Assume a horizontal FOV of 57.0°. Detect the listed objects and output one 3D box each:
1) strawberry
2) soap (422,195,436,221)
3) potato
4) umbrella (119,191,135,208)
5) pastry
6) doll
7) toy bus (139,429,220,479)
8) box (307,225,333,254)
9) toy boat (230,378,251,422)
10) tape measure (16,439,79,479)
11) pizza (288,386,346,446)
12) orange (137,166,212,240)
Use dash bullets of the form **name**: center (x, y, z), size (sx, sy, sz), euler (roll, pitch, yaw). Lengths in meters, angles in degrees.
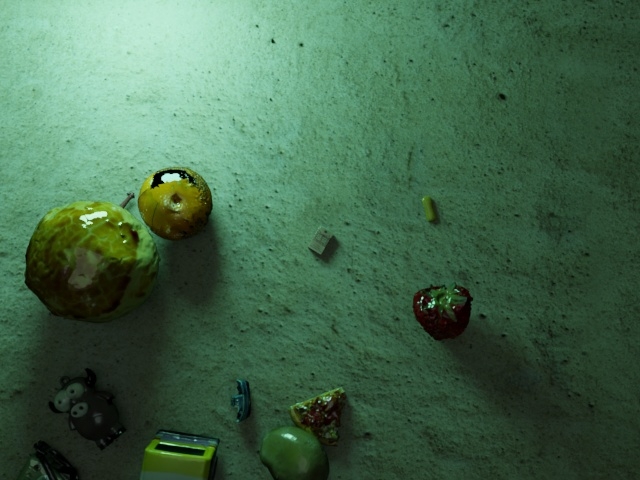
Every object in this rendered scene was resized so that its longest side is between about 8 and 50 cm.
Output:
- **strawberry**: center (0.394, 0.236, 1.898), size (0.187, 0.184, 0.201), euler (-29, 128, -23)
- **soap**: center (0.366, -0.106, 1.981), size (0.034, 0.012, 0.089), euler (-15, 88, -4)
- **potato**: center (-0.082, 0.683, 1.842), size (0.235, 0.160, 0.177), euler (28, 61, 13)
- **umbrella**: center (-0.656, -0.092, 1.905), size (0.027, 0.025, 0.165), euler (40, 90, 11)
- **pastry**: center (-0.680, 0.064, 1.747), size (0.389, 0.312, 0.388), euler (-1, 94, -8)
- **doll**: center (-0.723, 0.525, 1.826), size (0.182, 0.117, 0.257), euler (-40, 93, 1)
- **toy bus**: center (-0.445, 0.824, 1.762), size (0.210, 0.249, 0.439), euler (10, 86, -3)
- **box**: center (0.000, 0.000, 1.946), size (0.053, 0.024, 0.083), euler (31, 87, -2)
- **toy boat**: center (-0.258, 0.513, 1.885), size (0.061, 0.060, 0.137), euler (-3, 94, -23)
- **tape measure**: center (-0.839, 0.770, 1.808), size (0.207, 0.115, 0.235), euler (29, 85, 0)
- **pizza**: center (0.007, 0.553, 1.904), size (0.201, 0.053, 0.193), euler (30, 86, -2)
- **orange**: center (-0.451, -0.115, 1.838), size (0.235, 0.182, 0.234), euler (-3, 100, -15)
